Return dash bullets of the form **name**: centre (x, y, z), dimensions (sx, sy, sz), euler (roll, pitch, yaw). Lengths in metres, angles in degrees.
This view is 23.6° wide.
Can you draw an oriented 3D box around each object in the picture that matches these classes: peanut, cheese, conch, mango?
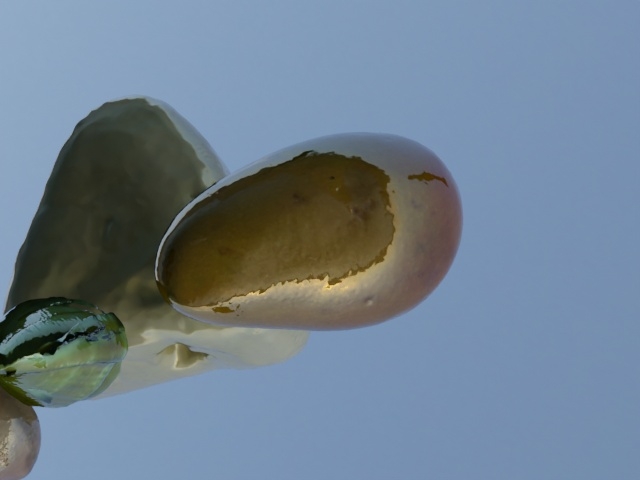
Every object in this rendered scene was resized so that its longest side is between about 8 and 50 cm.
- **peanut**: centre (-0.264, 0.117, 1.127), dimensions (0.076, 0.076, 0.152), euler (-28, -76, 27)
- **cheese**: centre (-0.118, 0.000, 1.275), dimensions (0.251, 0.173, 0.248), euler (-5, -114, 28)
- **conch**: centre (-0.181, 0.076, 1.061), dimensions (0.095, 0.201, 0.079), euler (-16, -92, -4)
- **mango**: centre (0.000, 0.000, 1.032), dimensions (0.138, 0.253, 0.113), euler (57, -40, 18)
